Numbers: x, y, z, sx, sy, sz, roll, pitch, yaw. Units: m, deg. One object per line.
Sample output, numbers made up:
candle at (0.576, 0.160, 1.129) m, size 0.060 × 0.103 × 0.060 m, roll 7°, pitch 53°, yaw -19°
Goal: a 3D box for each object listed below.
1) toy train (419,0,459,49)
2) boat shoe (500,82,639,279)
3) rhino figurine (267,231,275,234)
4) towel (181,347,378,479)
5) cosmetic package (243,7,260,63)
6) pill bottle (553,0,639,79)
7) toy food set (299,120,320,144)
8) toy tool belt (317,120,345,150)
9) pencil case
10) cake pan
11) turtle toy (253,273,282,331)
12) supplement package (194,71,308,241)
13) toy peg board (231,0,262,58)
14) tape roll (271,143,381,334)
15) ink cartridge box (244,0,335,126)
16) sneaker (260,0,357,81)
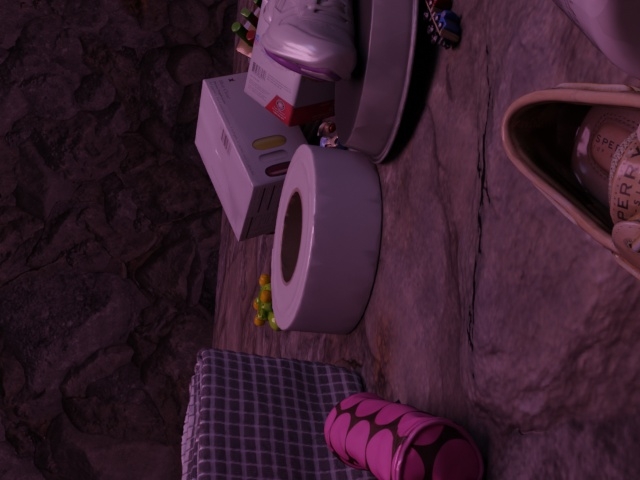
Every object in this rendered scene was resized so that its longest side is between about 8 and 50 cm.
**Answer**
toy train at (0.134, -0.270, 0.791) m, size 0.036 × 0.027 × 0.158 m, roll -55°, pitch 28°, yaw 38°
boat shoe at (0.182, -0.016, 0.327) m, size 0.302 × 0.098 × 0.109 m, roll -113°, pitch 33°, yaw -64°
rhino figurine at (-0.117, -0.117, 1.625) m, size 0.106 × 0.073 × 0.243 m, roll 116°, pitch 158°, yaw -46°
towel at (-0.048, 0.262, 0.847) m, size 0.284 × 0.235 × 0.121 m, roll -104°, pitch 31°, yaw -54°
cosmetic package at (-0.100, -0.438, 1.500) m, size 0.117 × 0.085 × 0.231 m, roll -50°, pitch 1°, yaw -2°
pill bottle at (0.171, -0.196, 0.387) m, size 0.229 × 0.131 × 0.131 m, roll -100°, pitch 22°, yaw -49°
toy food set at (-0.068, -0.300, 1.468) m, size 0.306 × 0.092 × 0.220 m, roll 124°, pitch 149°, yaw -62°
toy tool belt at (0.025, -0.153, 1.145) m, size 0.051 × 0.052 × 0.083 m, roll 27°, pitch 117°, yaw 42°
pencil case at (0.078, 0.203, 0.668) m, size 0.095 × 0.098 × 0.209 m, roll -40°, pitch 6°, yaw -14°
cake pan at (0.067, -0.252, 0.927) m, size 0.293 × 0.054 × 0.293 m, roll -176°, pitch 90°, yaw -82°
turtle toy at (-0.101, 0.138, 1.450) m, size 0.130 × 0.066 × 0.095 m, roll -101°, pitch 23°, yaw -50°
supplement package at (-0.134, -0.172, 1.377) m, size 0.262 × 0.145 × 0.204 m, roll 63°, pitch 154°, yaw 21°
toy peg board at (-0.079, -0.414, 1.308) m, size 0.161 × 0.160 × 0.079 m, roll -58°, pitch -28°, yaw 3°
tape roll at (0.000, 0.000, 1.048) m, size 0.286 × 0.100 × 0.286 m, roll -174°, pitch 90°, yaw -76°
ink cartridge box at (-0.030, -0.309, 1.164) m, size 0.128 × 0.127 × 0.176 m, roll 42°, pitch 134°, yaw 28°
sneaker at (-0.010, -0.313, 0.904) m, size 0.152 × 0.114 × 0.305 m, roll -62°, pitch 27°, yaw 29°
